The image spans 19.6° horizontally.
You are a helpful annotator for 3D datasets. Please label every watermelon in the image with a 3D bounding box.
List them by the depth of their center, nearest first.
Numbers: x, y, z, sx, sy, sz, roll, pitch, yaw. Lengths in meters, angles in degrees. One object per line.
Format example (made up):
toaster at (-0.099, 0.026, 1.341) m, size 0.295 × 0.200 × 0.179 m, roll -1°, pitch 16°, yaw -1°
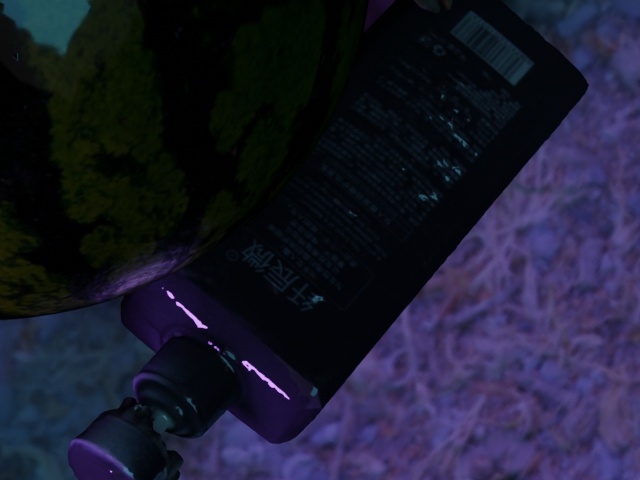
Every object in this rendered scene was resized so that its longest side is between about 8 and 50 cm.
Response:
watermelon at (-0.118, -0.111, 0.692) m, size 0.285 × 0.285 × 0.285 m, roll -8°, pitch 110°, yaw -22°

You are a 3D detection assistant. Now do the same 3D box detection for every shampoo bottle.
shampoo bottle at (-0.001, 0.000, 0.814) m, size 0.098 × 0.071 × 0.309 m, roll 41°, pitch 55°, yaw 2°

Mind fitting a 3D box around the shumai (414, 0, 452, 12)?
shumai at (0.084, -0.189, 0.850) m, size 0.153 × 0.161 × 0.209 m, roll -32°, pitch 141°, yaw 12°
